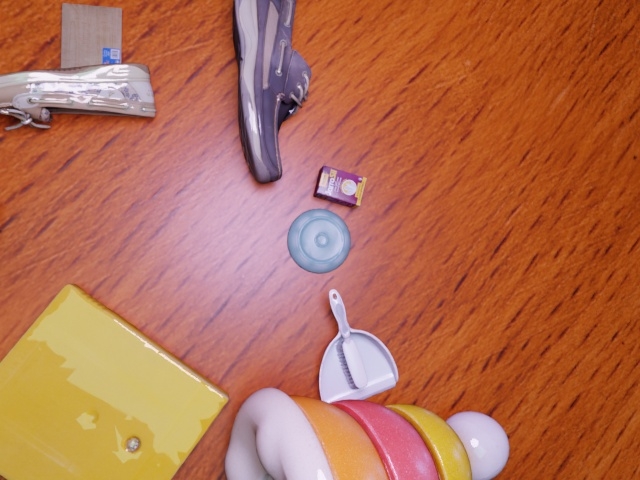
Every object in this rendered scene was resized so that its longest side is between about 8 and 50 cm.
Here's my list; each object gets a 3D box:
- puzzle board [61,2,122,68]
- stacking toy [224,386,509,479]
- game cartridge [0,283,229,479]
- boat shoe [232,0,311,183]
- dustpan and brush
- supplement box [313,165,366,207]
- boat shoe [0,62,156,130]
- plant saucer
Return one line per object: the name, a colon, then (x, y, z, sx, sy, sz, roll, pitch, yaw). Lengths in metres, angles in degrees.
puzzle board: (-0.393, -0.341, 0.864, 0.096, 0.011, 0.128, 0, 86, -13)
stacking toy: (0.119, 0.381, 0.794, 0.479, 0.350, 0.351, -2, 85, -28)
game cartridge: (-0.359, 0.275, 0.802, 0.323, 0.052, 0.285, 38, 79, -4)
boat shoe: (-0.078, -0.277, 0.861, 0.130, 0.132, 0.356, -4, 87, -11)
dustpan and brush: (0.049, 0.186, 0.881, 0.147, 0.060, 0.211, -19, 89, -12)
supplement box: (0.035, -0.097, 0.912, 0.083, 0.043, 0.055, 15, 84, -9)
boat shoe: (-0.413, -0.223, 0.802, 0.285, 0.104, 0.090, -12, 104, -14)
plant saucer: (0.000, 0.000, 0.908, 0.119, 0.021, 0.120, 1, 86, -11)
